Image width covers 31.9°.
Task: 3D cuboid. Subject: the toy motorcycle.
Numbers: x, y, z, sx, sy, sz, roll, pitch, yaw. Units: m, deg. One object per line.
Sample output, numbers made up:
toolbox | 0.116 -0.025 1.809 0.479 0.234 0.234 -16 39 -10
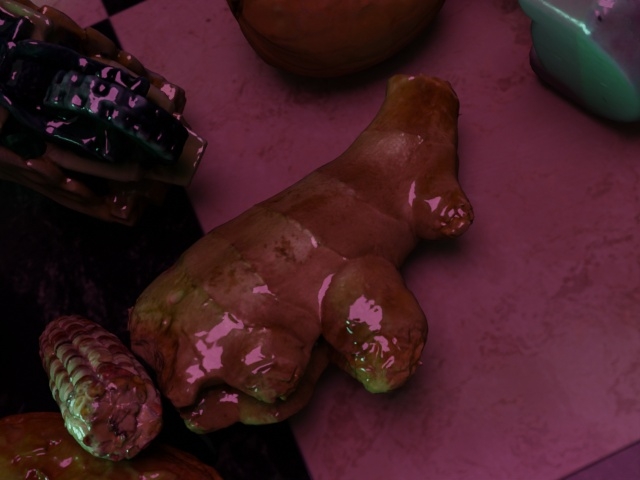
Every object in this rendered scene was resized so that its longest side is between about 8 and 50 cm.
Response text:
toy motorcycle | -0.291 -0.138 1.053 0.410 0.237 0.169 21 83 18

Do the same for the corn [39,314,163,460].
corn | -0.188 0.112 0.927 0.079 0.079 0.237 -40 22 -11

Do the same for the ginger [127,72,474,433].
ginger | 0.011 0.006 0.943 0.375 0.166 0.236 -47 30 -3

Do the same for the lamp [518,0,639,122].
lamp | 0.343 -0.245 0.986 0.301 0.247 0.247 -46 60 -6

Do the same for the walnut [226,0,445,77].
walnut | 0.017 -0.262 1.084 0.221 0.195 0.195 -23 60 -4

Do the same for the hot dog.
hot dog | -0.173 0.242 0.883 0.272 0.122 0.196 13 68 26
